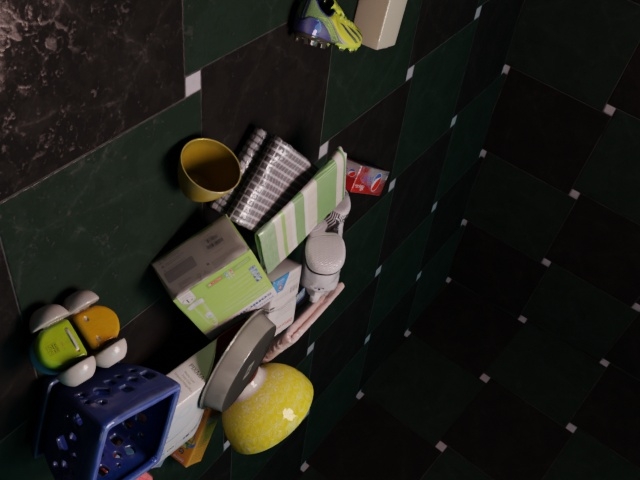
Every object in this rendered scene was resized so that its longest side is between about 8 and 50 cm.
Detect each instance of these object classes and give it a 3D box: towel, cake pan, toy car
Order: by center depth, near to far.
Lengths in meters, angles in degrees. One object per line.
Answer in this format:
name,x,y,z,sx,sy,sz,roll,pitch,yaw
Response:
toy car,-0.482,0.196,1.406,0.136,0.159,0.182,-31,180,37
towel,-0.124,-0.131,1.803,0.235,0.121,0.283,-61,159,2
cake pan,-0.201,0.311,1.837,0.293,0.054,0.293,-57,170,-15
towel,-0.046,-0.073,1.867,0.325,0.038,0.248,-46,163,-19
towel,-0.097,0.271,2.251,0.317,0.053,0.332,-45,-178,-43

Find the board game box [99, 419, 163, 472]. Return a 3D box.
board game box,-0.476,0.554,1.975,0.145,0.027,0.281,-58,158,-4

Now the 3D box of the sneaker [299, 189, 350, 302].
sneaker,0.000,0.000,2.107,0.210,0.137,0.366,105,-9,-47

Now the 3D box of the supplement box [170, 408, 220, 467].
supplement box,-0.363,0.550,2.156,0.080,0.078,0.234,-8,123,-64

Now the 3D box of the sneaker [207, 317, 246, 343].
sneaker,-0.227,0.233,2.071,0.286,0.109,0.130,-22,126,-68

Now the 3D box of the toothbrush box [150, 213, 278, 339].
toothbrush box,-0.243,0.095,1.725,0.206,0.122,0.283,-34,152,-6

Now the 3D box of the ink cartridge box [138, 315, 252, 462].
ink cartridge box,-0.299,0.385,1.857,0.385,0.091,0.308,-33,157,-32

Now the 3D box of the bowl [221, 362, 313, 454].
bowl,-0.181,0.444,2.074,0.289,0.289,0.156,-49,117,-29

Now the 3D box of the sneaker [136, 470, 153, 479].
sneaker,-0.520,0.664,1.834,0.116,0.136,0.314,-44,159,11

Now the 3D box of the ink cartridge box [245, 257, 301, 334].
ink cartridge box,-0.129,0.157,1.996,0.139,0.082,0.191,-31,139,-53

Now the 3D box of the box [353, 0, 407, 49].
box,0.168,-0.642,1.870,0.113,0.094,0.275,-31,144,-52

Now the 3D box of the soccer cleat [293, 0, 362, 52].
soccer cleat,0.033,-0.517,1.727,0.289,0.093,0.121,-20,128,-60

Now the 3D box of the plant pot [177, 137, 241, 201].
plant pot,-0.248,-0.135,1.538,0.134,0.134,0.095,-41,179,-42

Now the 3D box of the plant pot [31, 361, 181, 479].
plant pot,-0.465,0.380,1.536,0.236,0.212,0.236,-21,136,-58

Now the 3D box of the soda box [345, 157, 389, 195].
soda box,0.129,-0.204,2.331,0.263,0.083,0.092,-1,116,-65

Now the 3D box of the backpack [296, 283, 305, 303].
backpack,-0.104,0.145,2.192,0.105,0.114,0.084,-45,153,-38
